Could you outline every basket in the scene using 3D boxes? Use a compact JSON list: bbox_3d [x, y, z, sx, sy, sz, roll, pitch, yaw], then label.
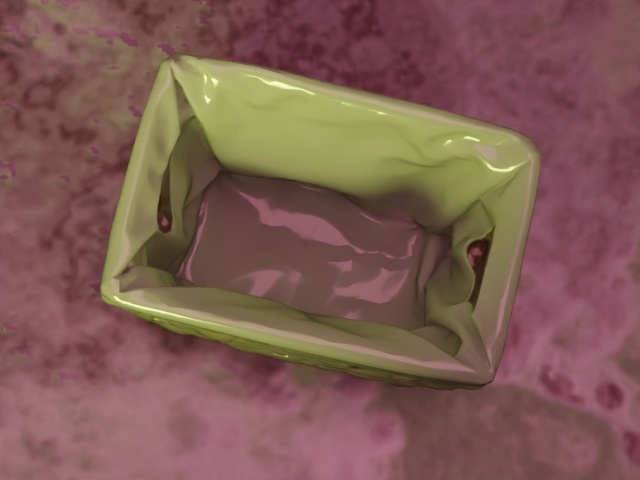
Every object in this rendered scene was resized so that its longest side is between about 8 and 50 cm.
[{"bbox_3d":[0.000,0.000,0.569,0.167,0.103,0.113,13,77,1],"label":"basket"}]
